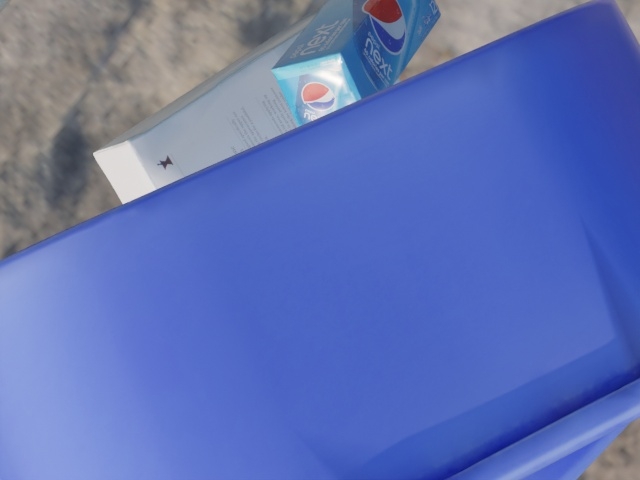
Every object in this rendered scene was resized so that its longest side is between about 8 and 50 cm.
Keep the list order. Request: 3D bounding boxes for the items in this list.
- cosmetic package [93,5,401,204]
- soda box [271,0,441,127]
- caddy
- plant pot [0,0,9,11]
[{"bbox_3d":[0.000,0.000,1.844,0.284,0.097,0.377,-36,102,-29],"label":"cosmetic package"},{"bbox_3d":[0.035,-0.175,1.680,0.067,0.071,0.210,65,32,-23],"label":"soda box"},{"bbox_3d":[0.005,0.051,0.702,0.341,0.241,0.179,-25,93,-18],"label":"caddy"},{"bbox_3d":[-0.323,-0.312,1.645,0.248,0.252,0.247,36,116,-25],"label":"plant pot"}]
